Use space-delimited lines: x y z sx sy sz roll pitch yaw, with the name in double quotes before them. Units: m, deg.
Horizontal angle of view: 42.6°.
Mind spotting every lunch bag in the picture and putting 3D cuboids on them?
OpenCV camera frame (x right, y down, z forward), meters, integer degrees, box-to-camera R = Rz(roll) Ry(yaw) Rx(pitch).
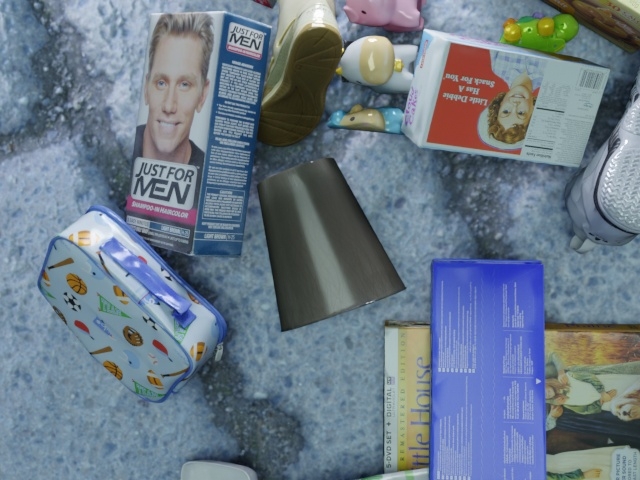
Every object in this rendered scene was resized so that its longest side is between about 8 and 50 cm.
"lunch bag" -0.284 0.102 1.250 0.303 0.115 0.243 42 139 0

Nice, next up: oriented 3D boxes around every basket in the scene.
"basket" 0.000 0.000 1.256 0.204 0.154 0.227 -19 88 6

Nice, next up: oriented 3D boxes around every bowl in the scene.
"bowl" -0.156 0.423 1.329 0.142 0.053 0.142 0 93 26

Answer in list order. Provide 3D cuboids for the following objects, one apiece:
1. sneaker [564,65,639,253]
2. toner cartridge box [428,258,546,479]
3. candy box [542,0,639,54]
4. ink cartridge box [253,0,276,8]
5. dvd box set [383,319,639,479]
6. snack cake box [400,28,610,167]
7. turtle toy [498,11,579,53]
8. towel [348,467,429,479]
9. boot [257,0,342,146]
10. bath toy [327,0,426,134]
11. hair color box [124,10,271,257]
"sneaker" 0.468 -0.142 1.197 0.137 0.210 0.366 30 70 3
"toner cartridge box" 0.241 0.204 1.201 0.165 0.075 0.348 1 80 7
"candy box" 0.358 -0.395 1.174 0.316 0.183 0.088 33 95 3
"ink cartridge box" -0.127 -0.445 1.280 0.150 0.063 0.109 22 96 4
"dvd box set" 0.307 0.281 1.283 0.420 0.062 0.308 1 94 6
"snack cake box" 0.264 -0.201 1.180 0.264 0.089 0.152 5 112 -19
"turtle toy" 0.326 -0.305 1.238 0.130 0.095 0.066 -10 50 6
"towel" 0.083 0.480 1.288 0.324 0.038 0.248 -12 109 10
"boot" -0.038 -0.290 1.257 0.095 0.262 0.204 8 54 -15
"bath toy" 0.088 -0.336 1.228 0.128 0.151 0.349 7 91 13
"hair color box" -0.189 -0.159 1.232 0.173 0.105 0.348 11 95 40
